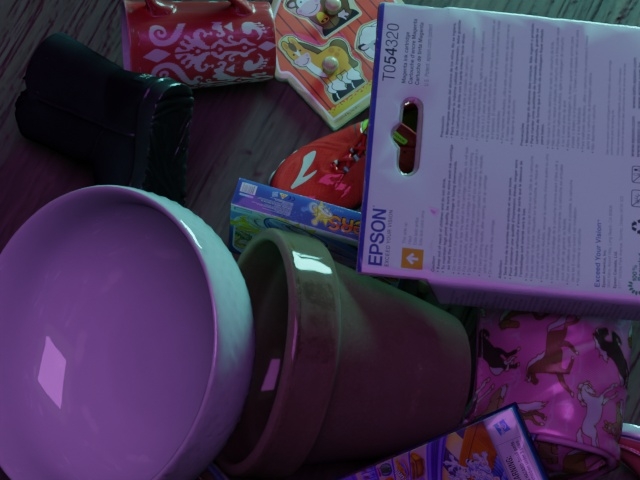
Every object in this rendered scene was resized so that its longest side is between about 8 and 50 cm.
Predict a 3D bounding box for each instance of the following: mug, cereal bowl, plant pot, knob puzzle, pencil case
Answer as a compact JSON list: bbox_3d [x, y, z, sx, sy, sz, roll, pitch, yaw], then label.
[{"bbox_3d":[-0.138,-0.231,2.065,0.169,0.150,0.113,-3,67,-10],"label":"mug"},{"bbox_3d":[-0.195,0.116,1.873,0.339,0.141,0.339,-7,78,36],"label":"cereal bowl"},{"bbox_3d":[0.027,0.131,1.893,0.229,0.263,0.263,10,67,-19],"label":"plant pot"},{"bbox_3d":[0.021,-0.250,2.143,0.213,0.030,0.213,1,68,-3],"label":"knob puzzle"},{"bbox_3d":[0.247,0.067,1.969,0.167,0.160,0.386,22,63,-33],"label":"pencil case"}]

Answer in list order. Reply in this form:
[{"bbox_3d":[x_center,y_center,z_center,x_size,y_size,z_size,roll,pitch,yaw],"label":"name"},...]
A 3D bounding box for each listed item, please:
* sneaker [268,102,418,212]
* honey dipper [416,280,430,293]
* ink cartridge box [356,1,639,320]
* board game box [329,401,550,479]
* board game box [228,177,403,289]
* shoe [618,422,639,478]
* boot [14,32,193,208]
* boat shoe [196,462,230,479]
[{"bbox_3d":[0.063,-0.108,2.042,0.279,0.118,0.107,-26,72,-14],"label":"sneaker"},{"bbox_3d":[0.148,-0.010,2.059,0.030,0.030,0.161,22,71,5],"label":"honey dipper"},{"bbox_3d":[0.210,-0.085,1.908,0.330,0.071,0.324,6,67,1],"label":"ink cartridge box"},{"bbox_3d":[0.155,0.366,1.800,0.233,0.078,0.347,-24,86,9],"label":"board game box"},{"bbox_3d":[0.000,0.000,1.985,0.201,0.136,0.035,16,68,3],"label":"board game box"},{"bbox_3d":[0.374,0.269,1.944,0.178,0.063,0.081,29,64,3],"label":"shoe"},{"bbox_3d":[-0.250,-0.092,2.022,0.207,0.094,0.247,22,110,34],"label":"boot"},{"bbox_3d":[-0.097,0.316,1.890,0.066,0.066,0.183,-26,73,-12],"label":"boat shoe"}]
